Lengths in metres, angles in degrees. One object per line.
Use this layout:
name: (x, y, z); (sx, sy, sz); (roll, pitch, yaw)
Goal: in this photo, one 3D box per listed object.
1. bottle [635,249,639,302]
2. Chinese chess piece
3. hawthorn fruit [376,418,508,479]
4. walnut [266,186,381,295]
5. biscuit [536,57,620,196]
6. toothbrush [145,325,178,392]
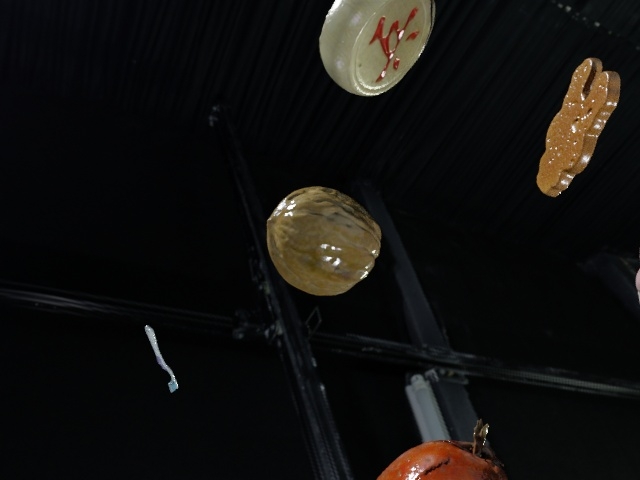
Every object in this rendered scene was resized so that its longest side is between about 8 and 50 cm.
bottle: (0.870, 0.024, 1.358); (0.173, 0.206, 0.297); (24, -112, 11)
Chinese chess piece: (0.113, -0.410, 1.107); (0.250, 0.250, 0.103); (-14, -128, -47)
hawthorn fruit: (0.231, 0.464, 0.986); (0.276, 0.307, 0.276); (31, 174, 4)
walnut: (0.000, 0.000, 1.031); (0.213, 0.213, 0.213); (21, -144, -16)
biscuit: (0.621, -0.264, 1.361); (0.047, 0.334, 0.202); (10, -149, -6)
toothbrush: (-0.208, 0.156, 0.734); (0.011, 0.131, 0.013); (14, -136, 24)
